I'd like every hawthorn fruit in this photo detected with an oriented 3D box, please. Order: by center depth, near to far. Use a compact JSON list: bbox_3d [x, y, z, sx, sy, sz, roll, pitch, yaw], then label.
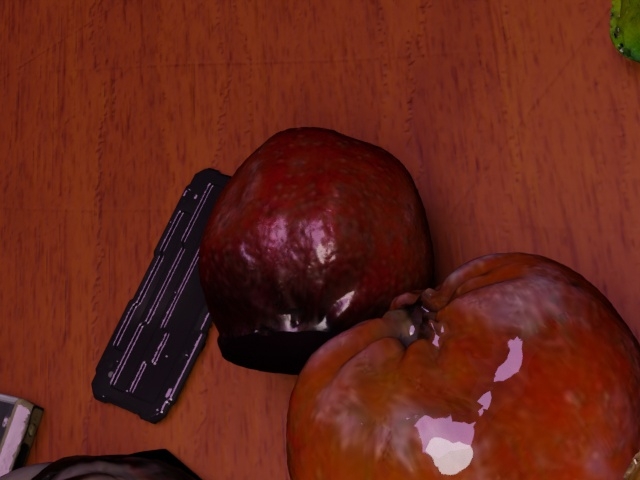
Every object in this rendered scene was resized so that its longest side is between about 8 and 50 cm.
[{"bbox_3d":[0.125,0.148,1.064,0.284,0.284,0.284,-10,64,21],"label":"hawthorn fruit"},{"bbox_3d":[0.000,0.000,1.242,0.215,0.215,0.250,-13,35,19],"label":"hawthorn fruit"}]

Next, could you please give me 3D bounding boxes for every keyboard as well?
[{"bbox_3d":[-0.139,0.051,1.383,0.106,0.016,0.262,18,75,30],"label":"keyboard"}]

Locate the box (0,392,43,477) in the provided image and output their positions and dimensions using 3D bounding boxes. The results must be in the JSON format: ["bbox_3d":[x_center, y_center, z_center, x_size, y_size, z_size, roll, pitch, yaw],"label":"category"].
[{"bbox_3d":[-0.405,0.272,1.390,0.211,0.045,0.270,10,72,27],"label":"box"}]

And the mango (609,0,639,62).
[{"bbox_3d":[0.322,-0.242,1.257,0.119,0.100,0.178,9,78,66],"label":"mango"}]

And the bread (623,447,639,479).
[{"bbox_3d":[0.297,0.237,0.954,0.159,0.305,0.305,11,70,56],"label":"bread"}]

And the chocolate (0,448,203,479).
[{"bbox_3d":[-0.210,0.302,1.202,0.283,0.186,0.284,-10,63,20],"label":"chocolate"}]
